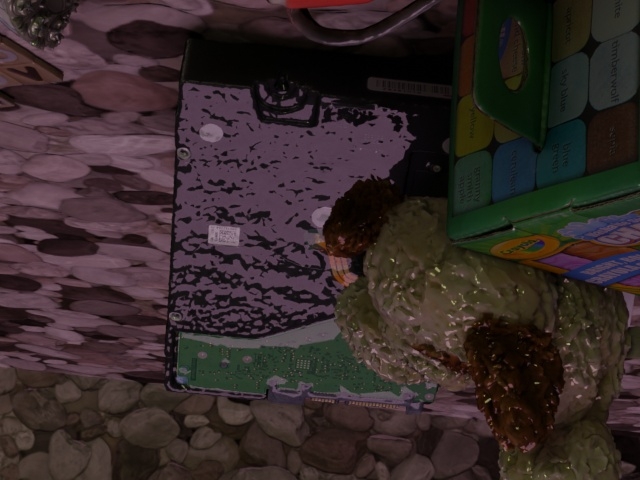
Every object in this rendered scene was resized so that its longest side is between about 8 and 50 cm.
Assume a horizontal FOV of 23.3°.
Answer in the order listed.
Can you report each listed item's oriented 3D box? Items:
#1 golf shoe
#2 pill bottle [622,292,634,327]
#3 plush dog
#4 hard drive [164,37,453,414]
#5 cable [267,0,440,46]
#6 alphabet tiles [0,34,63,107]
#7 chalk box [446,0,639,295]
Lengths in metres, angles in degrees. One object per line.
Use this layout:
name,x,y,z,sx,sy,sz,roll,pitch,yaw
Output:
golf shoe,-0.210,-0.179,0.962,0.086,0.069,0.176,21,168,21
pill bottle,0.142,0.021,1.378,0.265,0.153,0.153,4,165,3
plush dog,0.118,0.045,1.063,0.262,0.210,0.225,42,-170,30
hard drive,0.000,0.000,1.220,0.237,0.064,0.339,5,133,-2
cable,0.085,-0.154,0.813,0.287,0.139,0.072,7,-154,7
alphabet tiles,-0.332,-0.139,1.221,0.237,0.009,0.198,-2,163,27
chalk box,0.193,-0.079,0.945,0.289,0.180,0.179,16,161,-31
